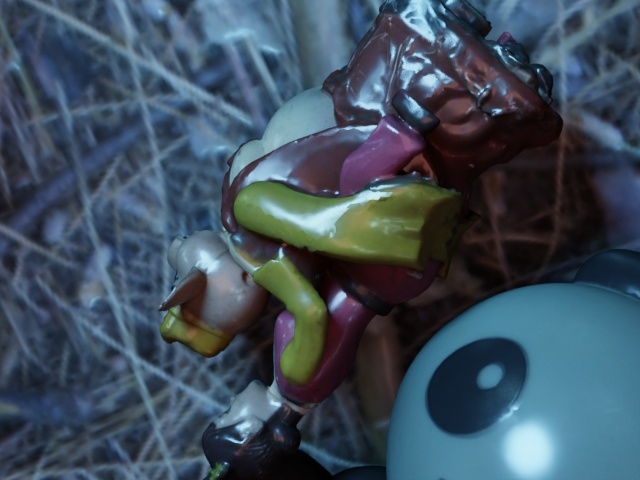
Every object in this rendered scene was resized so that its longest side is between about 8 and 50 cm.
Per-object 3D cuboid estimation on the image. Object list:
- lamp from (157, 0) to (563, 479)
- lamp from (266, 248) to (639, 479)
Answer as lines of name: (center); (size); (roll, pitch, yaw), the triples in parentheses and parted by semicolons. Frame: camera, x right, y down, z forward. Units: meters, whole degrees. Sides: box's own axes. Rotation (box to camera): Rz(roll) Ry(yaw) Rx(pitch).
lamp: (0.000, 0.000, 0.771); (0.118, 0.118, 0.253); (39, 99, -8)
lamp: (0.089, 0.127, 0.771); (0.244, 0.198, 0.198); (-28, 102, 23)
